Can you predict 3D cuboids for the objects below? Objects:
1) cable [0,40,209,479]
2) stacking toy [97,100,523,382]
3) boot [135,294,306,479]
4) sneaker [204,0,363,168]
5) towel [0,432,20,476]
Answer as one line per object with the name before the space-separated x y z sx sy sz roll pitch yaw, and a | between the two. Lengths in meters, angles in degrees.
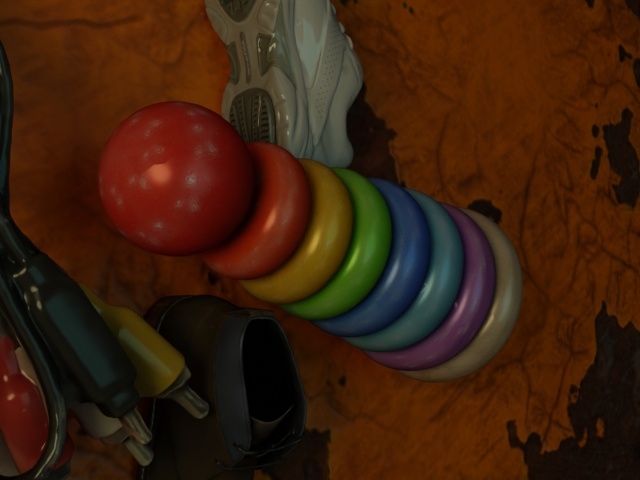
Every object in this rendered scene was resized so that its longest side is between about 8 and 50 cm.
cable | -0.176 0.019 0.487 0.139 0.072 0.287 -34 101 -29
stacking toy | 0.000 0.000 0.603 0.330 0.141 0.141 24 69 -46
boot | -0.062 0.142 0.585 0.082 0.106 0.219 -8 89 -41
sneaker | -0.019 -0.154 0.688 0.115 0.090 0.232 -6 96 -47
towel | -0.275 0.220 0.430 0.329 0.037 0.237 -8 93 -41
